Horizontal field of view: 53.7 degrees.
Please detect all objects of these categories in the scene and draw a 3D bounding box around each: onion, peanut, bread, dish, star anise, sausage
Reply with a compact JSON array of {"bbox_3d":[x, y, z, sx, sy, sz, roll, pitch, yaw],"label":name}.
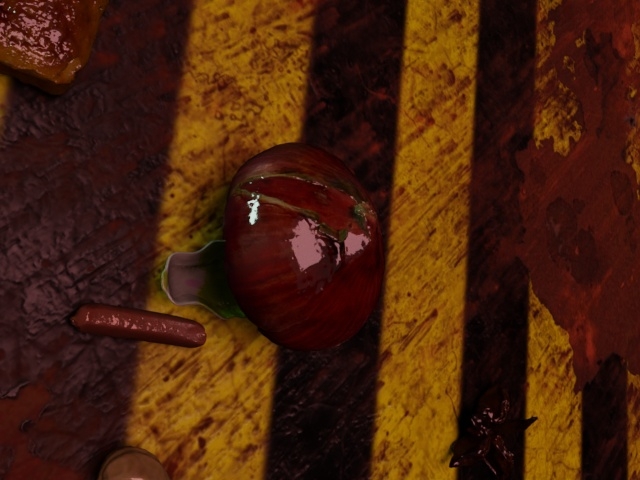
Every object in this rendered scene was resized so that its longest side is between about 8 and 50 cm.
[{"bbox_3d":[-0.008,0.004,0.719,0.248,0.161,0.248,0,90,-75],"label":"onion"},{"bbox_3d":[-0.156,0.284,0.637,0.187,0.082,0.082,51,57,-23],"label":"peanut"},{"bbox_3d":[-0.271,-0.289,0.624,0.139,0.077,0.271,22,73,-31],"label":"bread"},{"bbox_3d":[-0.126,0.046,0.714,0.137,0.039,0.091,3,79,-42],"label":"dish"},{"bbox_3d":[0.282,0.289,0.945,0.140,0.144,0.159,20,71,-43],"label":"star anise"},{"bbox_3d":[-0.189,0.090,0.665,0.147,0.030,0.035,18,70,-36],"label":"sausage"}]
